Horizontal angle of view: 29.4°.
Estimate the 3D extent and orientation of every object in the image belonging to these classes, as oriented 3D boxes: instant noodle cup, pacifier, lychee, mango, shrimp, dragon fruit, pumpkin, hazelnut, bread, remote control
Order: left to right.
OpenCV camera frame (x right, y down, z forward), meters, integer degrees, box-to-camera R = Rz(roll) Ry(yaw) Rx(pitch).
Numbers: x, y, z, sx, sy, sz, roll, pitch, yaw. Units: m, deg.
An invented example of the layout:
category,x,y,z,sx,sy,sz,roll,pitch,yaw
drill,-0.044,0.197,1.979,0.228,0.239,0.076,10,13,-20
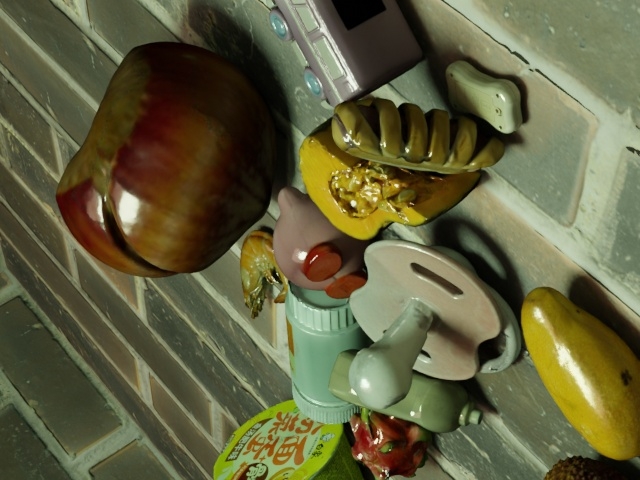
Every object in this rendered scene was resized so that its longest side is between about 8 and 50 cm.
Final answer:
category,x,y,z,sx,sy,sz,roll,pitch,yaw
hazelnut,-0.257,-0.129,2.088,0.359,0.359,0.410,32,106,44
shrimp,-0.107,0.076,2.435,0.150,0.068,0.249,44,147,17
instant noodle cup,-0.045,0.511,2.567,0.311,0.311,0.222,17,141,55
pumpkin,0.089,-0.113,1.773,0.190,0.139,0.280,61,153,-8
dragon fruit,0.118,0.349,2.223,0.137,0.135,0.236,35,156,40
bread,0.124,-0.138,1.620,0.134,0.225,0.081,177,101,-77
pacifier,0.146,0.126,1.856,0.332,0.273,0.220,106,144,-58
remote control,0.212,-0.187,1.584,0.122,0.032,0.074,33,147,42
mango,0.361,0.173,1.636,0.262,0.109,0.157,62,165,3
lychee,0.394,0.413,1.770,0.194,0.194,0.194,42,151,31

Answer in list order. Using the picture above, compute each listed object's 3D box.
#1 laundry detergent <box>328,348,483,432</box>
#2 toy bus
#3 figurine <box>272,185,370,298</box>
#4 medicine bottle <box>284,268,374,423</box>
category,x,y,z,sx,sy,sz,roll,pitch,yaw
laundry detergent,0.152,0.259,2.048,0.253,0.091,0.181,16,175,23
toy bus,0.032,-0.295,1.671,0.203,0.142,0.142,61,160,-8
figurine,0.000,0.000,2.036,0.173,0.173,0.173,42,151,31
medicine bottle,0.018,0.176,2.202,0.158,0.158,0.318,41,150,33
